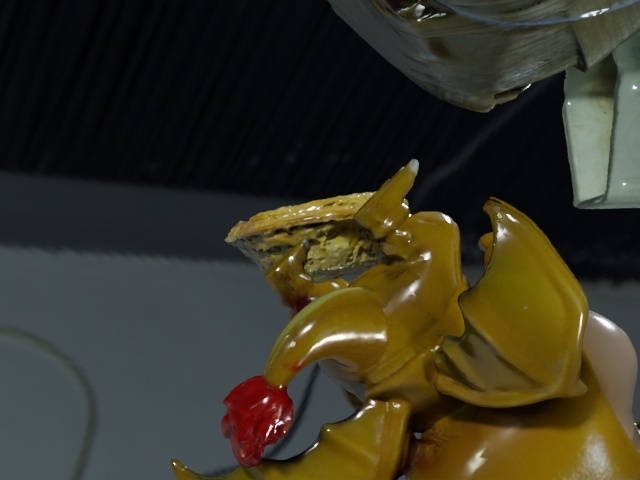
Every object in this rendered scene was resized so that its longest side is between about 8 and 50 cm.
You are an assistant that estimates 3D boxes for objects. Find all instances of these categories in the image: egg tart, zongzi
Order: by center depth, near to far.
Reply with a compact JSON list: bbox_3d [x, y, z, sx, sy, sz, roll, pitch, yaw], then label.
[{"bbox_3d":[0.136,-0.193,0.757,0.286,0.300,0.138,-36,76,-4],"label":"zongzi"},{"bbox_3d":[0.000,0.000,1.676,0.191,0.191,0.074,-6,83,-35],"label":"egg tart"}]

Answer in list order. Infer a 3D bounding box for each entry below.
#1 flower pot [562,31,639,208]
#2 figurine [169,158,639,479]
[{"bbox_3d":[0.322,-0.136,1.532,0.189,0.239,0.209,-2,27,-2],"label":"flower pot"},{"bbox_3d":[0.106,0.156,1.507,0.387,0.401,0.268,47,18,-10],"label":"figurine"}]
